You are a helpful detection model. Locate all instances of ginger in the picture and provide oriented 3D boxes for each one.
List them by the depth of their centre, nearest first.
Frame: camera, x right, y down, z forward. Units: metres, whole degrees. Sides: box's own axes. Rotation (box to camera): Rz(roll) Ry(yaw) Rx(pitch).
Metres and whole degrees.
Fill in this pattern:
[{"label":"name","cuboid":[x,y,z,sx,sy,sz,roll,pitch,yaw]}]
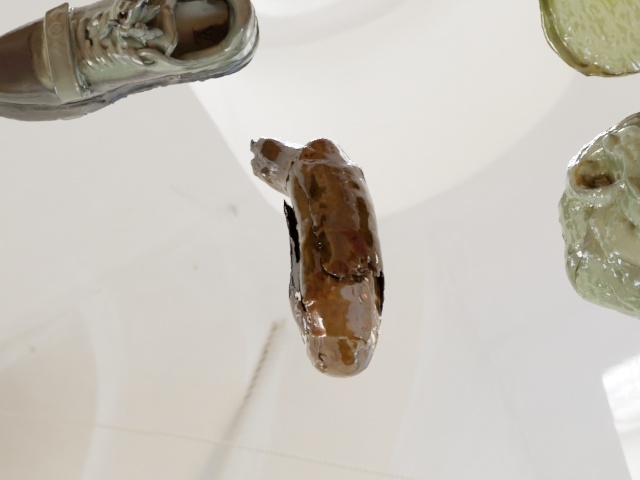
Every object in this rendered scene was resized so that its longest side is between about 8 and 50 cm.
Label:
[{"label":"ginger","cuboid":[0.007,-0.004,1.437,0.107,0.133,0.309,7,-124,-27]}]

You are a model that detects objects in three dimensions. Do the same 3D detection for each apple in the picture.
[{"label":"apple","cuboid":[0.364,-0.323,1.407,0.179,0.346,0.254,6,-115,-18]}]

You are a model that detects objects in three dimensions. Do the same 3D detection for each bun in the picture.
[{"label":"bun","cuboid":[0.299,-0.033,1.192,0.212,0.126,0.204,5,-108,54]}]

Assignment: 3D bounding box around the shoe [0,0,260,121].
[{"label":"shoe","cuboid":[-0.195,-0.197,1.256,0.293,0.149,0.109,-13,-99,-11]}]
